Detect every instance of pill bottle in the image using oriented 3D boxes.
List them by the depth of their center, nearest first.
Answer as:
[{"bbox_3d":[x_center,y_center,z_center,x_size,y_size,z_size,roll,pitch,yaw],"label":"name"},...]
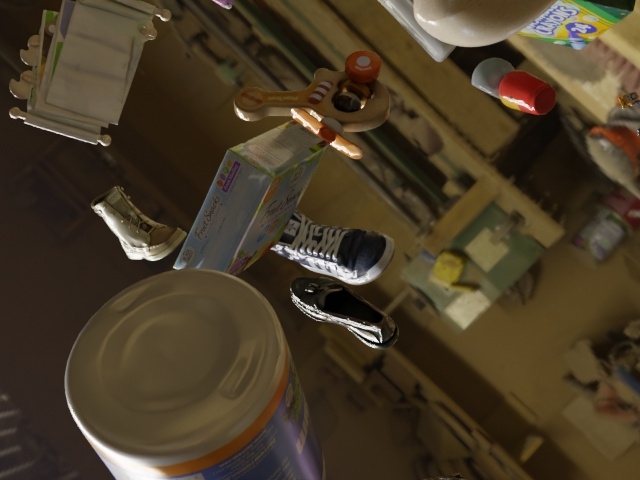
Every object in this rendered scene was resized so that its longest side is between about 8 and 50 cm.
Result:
[{"bbox_3d":[-0.078,0.160,0.674,0.152,0.152,0.272,40,157,36],"label":"pill bottle"}]

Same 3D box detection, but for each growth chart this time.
[{"bbox_3d":[-0.337,-0.254,1.242,0.172,0.237,0.021,25,-166,-7],"label":"growth chart"}]

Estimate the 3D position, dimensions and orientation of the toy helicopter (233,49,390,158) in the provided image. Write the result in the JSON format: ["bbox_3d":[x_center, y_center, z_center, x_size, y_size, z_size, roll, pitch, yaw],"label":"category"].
[{"bbox_3d":[-0.019,-0.296,1.972,0.140,0.355,0.235,86,-177,-56],"label":"toy helicopter"}]

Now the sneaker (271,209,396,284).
[{"bbox_3d":[0.000,0.000,1.557,0.153,0.099,0.282,32,165,-30],"label":"sneaker"}]

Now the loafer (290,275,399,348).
[{"bbox_3d":[0.043,0.128,1.793,0.267,0.096,0.084,25,156,30],"label":"loafer"}]

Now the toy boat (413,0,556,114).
[{"bbox_3d":[0.246,-0.323,1.223,0.148,0.267,0.318,41,157,51],"label":"toy boat"}]

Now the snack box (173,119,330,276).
[{"bbox_3d":[-0.082,-0.049,1.101,0.070,0.174,0.207,32,-156,6],"label":"snack box"}]

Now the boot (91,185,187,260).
[{"bbox_3d":[-0.392,-0.041,1.861,0.213,0.077,0.165,-5,126,48],"label":"boot"}]

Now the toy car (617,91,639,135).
[{"bbox_3d":[0.505,-0.196,1.367,0.060,0.040,0.122,35,-145,-57],"label":"toy car"}]

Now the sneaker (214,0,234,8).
[{"bbox_3d":[-0.224,-0.650,2.102,0.095,0.104,0.236,33,-145,-26],"label":"sneaker"}]

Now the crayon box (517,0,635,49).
[{"bbox_3d":[0.307,-0.403,1.379,0.323,0.083,0.203,14,175,-4],"label":"crayon box"}]

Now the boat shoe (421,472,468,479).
[{"bbox_3d":[0.201,0.396,1.348,0.066,0.066,0.183,65,159,-3],"label":"boat shoe"}]

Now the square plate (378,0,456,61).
[{"bbox_3d":[0.250,-0.600,1.765,0.344,0.347,0.049,40,-176,-21],"label":"square plate"}]
